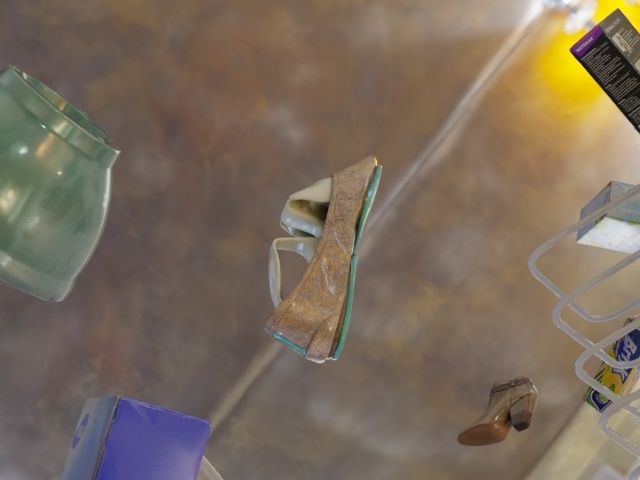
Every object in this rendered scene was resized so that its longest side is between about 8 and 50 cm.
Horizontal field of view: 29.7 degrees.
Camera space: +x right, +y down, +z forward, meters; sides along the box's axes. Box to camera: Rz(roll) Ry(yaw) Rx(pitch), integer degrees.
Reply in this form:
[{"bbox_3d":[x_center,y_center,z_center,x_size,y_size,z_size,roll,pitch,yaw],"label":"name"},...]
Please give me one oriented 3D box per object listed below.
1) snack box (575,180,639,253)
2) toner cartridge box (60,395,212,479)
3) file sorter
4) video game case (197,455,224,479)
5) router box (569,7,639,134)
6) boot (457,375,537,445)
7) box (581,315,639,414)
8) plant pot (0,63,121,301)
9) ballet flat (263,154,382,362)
[{"bbox_3d":[0.542,-0.030,2.041,0.207,0.174,0.070,103,-1,-76],"label":"snack box"},{"bbox_3d":[-0.173,0.217,1.003,0.348,0.075,0.165,151,-43,-73],"label":"toner cartridge box"},{"bbox_3d":[0.345,0.107,1.153,0.173,0.193,0.278,-35,-133,20],"label":"file sorter"},{"bbox_3d":[-0.248,0.415,1.960,0.183,0.201,0.023,-28,155,-34],"label":"video game case"},{"bbox_3d":[0.351,-0.191,1.363,0.046,0.133,0.179,-40,179,26],"label":"router box"},{"bbox_3d":[0.245,0.233,1.670,0.118,0.042,0.087,-16,-143,18],"label":"boot"},{"bbox_3d":[0.510,0.211,2.032,0.059,0.054,0.169,-3,123,-51],"label":"box"},{"bbox_3d":[-0.372,-0.091,1.495,0.196,0.293,0.293,-50,-166,4],"label":"plant pot"},{"bbox_3d":[0.000,0.000,1.404,0.316,0.106,0.108,-75,-178,-46],"label":"ballet flat"}]
